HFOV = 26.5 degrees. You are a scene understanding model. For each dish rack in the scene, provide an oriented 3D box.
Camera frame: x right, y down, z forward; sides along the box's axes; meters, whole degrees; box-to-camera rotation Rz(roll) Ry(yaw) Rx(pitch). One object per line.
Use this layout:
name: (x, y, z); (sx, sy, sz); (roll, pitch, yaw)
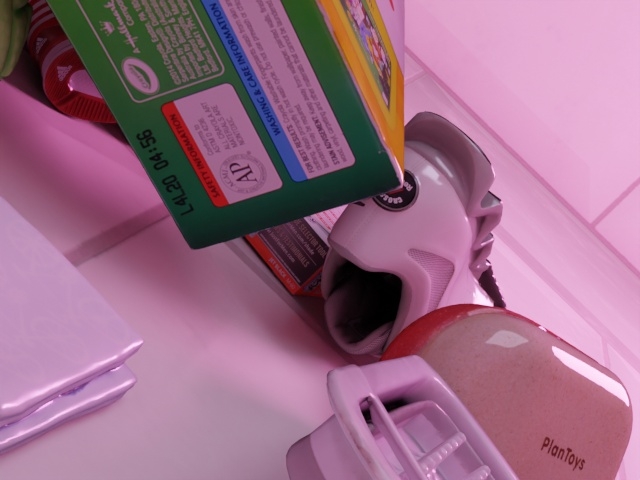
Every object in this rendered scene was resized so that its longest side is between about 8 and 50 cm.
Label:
dish rack: (0.089, 0.195, 0.698); (0.285, 0.072, 0.333); (54, 9, 10)

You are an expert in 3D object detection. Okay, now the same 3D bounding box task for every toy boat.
toy boat: (0.111, 0.128, 0.983); (0.151, 0.151, 0.231); (15, -11, 44)

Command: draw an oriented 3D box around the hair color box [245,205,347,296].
hair color box: (0.000, 0.000, 1.154); (0.093, 0.053, 0.167); (51, 14, 19)

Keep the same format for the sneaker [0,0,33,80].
sneaker: (-0.325, -0.284, 0.847); (0.482, 0.202, 0.185); (64, 5, 11)

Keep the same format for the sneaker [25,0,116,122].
sneaker: (-0.146, -0.139, 1.084); (0.221, 0.087, 0.128); (28, 22, -51)

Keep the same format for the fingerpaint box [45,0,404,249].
fingerpaint box: (-0.094, -0.284, 0.893); (0.371, 0.163, 0.444); (-85, 153, -53)

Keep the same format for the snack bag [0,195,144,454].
snack bag: (-0.245, -0.026, 0.578); (0.323, 0.037, 0.342); (46, 14, 6)

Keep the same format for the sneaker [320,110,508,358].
sneaker: (0.063, 0.044, 1.077); (0.122, 0.146, 0.330); (37, -18, 29)
